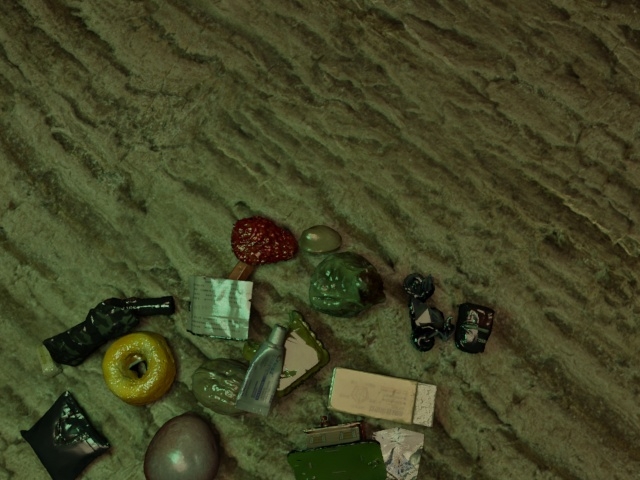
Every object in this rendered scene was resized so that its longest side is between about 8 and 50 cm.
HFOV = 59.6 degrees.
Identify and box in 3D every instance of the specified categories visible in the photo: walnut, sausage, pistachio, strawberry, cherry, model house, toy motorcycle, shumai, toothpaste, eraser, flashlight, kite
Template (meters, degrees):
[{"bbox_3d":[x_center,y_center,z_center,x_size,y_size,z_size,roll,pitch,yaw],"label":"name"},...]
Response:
[{"bbox_3d":[-0.313,0.469,1.815,0.231,0.178,0.178,13,78,10],"label":"walnut"},{"bbox_3d":[-0.283,0.125,1.940,0.065,0.065,0.169,31,80,8],"label":"sausage"},{"bbox_3d":[0.000,0.000,1.934,0.149,0.113,0.113,6,78,2],"label":"pistachio"},{"bbox_3d":[-0.190,-0.011,1.920,0.237,0.111,0.190,9,57,-3],"label":"strawberry"},{"bbox_3d":[-0.434,0.663,1.751,0.239,0.206,0.239,-1,84,13],"label":"cherry"},{"bbox_3d":[0.056,0.669,1.787,0.294,0.154,0.207,-11,120,8],"label":"model house"},{"bbox_3d":[0.365,0.237,1.873,0.159,0.106,0.270,-2,66,-2],"label":"toy motorcycle"},{"bbox_3d":[0.080,0.141,1.847,0.261,0.222,0.225,-11,80,4],"label":"shumai"},{"bbox_3d":[-0.172,0.399,1.746,0.099,0.068,0.282,17,80,12],"label":"toothpaste"},{"bbox_3d":[0.201,0.509,1.829,0.344,0.078,0.144,10,78,3],"label":"eraser"},{"bbox_3d":[-0.618,0.228,1.915,0.232,0.093,0.093,-7,77,-2],"label":"flashlight"},{"bbox_3d":[0.241,0.765,1.804,0.169,0.015,0.309,5,75,3],"label":"kite"}]

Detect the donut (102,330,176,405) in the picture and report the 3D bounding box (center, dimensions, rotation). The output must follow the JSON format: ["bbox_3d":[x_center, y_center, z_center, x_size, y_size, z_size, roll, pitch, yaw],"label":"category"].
[{"bbox_3d":[-0.607,0.422,1.865,0.254,0.118,0.253,-5,65,10],"label":"donut"}]

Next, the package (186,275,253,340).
[{"bbox_3d":[-0.350,0.226,1.874,0.251,0.062,0.203,3,89,24],"label":"package"}]

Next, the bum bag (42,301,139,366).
[{"bbox_3d":[-0.760,0.309,1.842,0.340,0.144,0.095,-32,37,13],"label":"bum bag"}]

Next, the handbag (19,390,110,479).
[{"bbox_3d":[-0.835,0.652,1.829,0.211,0.088,0.254,-42,76,-5],"label":"handbag"}]

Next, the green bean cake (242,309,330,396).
[{"bbox_3d":[-0.113,0.370,1.847,0.236,0.124,0.233,-37,79,-6],"label":"green bean cake"}]

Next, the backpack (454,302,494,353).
[{"bbox_3d":[0.511,0.291,1.853,0.120,0.106,0.165,9,75,-1],"label":"backpack"}]

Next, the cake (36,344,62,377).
[{"bbox_3d":[-0.932,0.402,1.905,0.052,0.065,0.121,-35,72,-8],"label":"cake"}]
